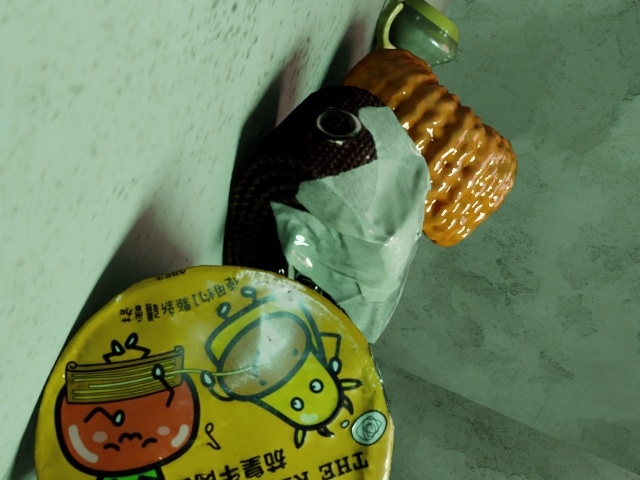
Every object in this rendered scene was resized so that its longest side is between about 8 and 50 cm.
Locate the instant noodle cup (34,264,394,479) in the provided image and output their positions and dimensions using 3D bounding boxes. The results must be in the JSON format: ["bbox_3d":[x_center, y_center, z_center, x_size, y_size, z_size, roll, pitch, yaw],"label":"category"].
[{"bbox_3d":[-0.068,0.124,0.494,0.172,0.216,0.215,153,-39,-84],"label":"instant noodle cup"}]

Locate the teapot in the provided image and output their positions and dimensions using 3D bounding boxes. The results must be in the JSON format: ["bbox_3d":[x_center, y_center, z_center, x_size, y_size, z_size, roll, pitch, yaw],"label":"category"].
[{"bbox_3d":[0.141,-0.319,1.099,0.119,0.130,0.166,-52,146,16],"label":"teapot"}]

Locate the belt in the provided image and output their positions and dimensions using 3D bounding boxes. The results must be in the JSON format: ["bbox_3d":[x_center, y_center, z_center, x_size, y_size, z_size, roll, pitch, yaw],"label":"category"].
[{"bbox_3d":[0.000,0.000,0.682,0.164,0.184,0.289,-57,164,-36],"label":"belt"}]

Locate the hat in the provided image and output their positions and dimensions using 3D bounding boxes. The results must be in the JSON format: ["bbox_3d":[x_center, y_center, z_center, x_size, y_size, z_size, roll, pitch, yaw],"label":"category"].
[{"bbox_3d":[0.038,-0.050,0.916,0.400,0.285,0.285,-40,179,10],"label":"hat"}]
